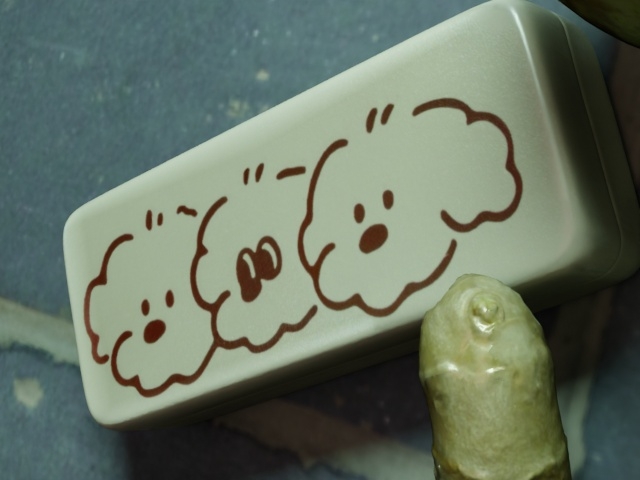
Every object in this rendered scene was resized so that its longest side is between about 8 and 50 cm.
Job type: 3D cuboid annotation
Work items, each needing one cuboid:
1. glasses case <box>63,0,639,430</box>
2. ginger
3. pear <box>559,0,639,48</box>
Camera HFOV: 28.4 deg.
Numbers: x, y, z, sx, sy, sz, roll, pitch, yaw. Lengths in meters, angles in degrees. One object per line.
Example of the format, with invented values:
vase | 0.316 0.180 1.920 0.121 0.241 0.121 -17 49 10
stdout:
glasses case | 0.000 0.000 0.687 0.336 0.076 0.144 -24 70 34
ginger | 0.101 0.182 0.557 0.148 0.081 0.333 123 133 -67
pear | 0.180 -0.182 0.450 0.283 0.283 0.283 -5 81 38
